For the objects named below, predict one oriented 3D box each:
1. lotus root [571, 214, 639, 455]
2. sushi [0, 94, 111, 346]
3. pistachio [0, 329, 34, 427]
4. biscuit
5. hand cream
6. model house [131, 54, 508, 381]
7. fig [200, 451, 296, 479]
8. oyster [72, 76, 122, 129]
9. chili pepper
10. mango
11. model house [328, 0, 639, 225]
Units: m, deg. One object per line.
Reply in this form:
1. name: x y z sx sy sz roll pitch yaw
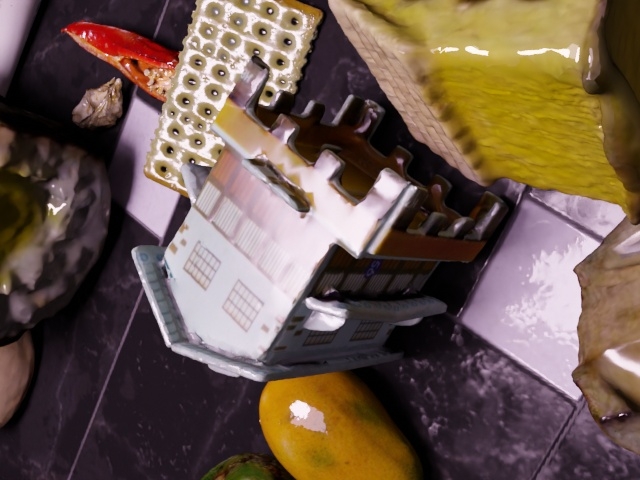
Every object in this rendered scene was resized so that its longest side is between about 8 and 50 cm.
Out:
1. lotus root: 0.323 0.030 0.538 0.314 0.142 0.210 -25 35 42
2. sushi: -0.426 -0.043 0.991 0.294 0.281 0.299 32 81 30
3. pistachio: -0.429 0.158 1.115 0.126 0.108 0.186 12 107 -5
4. biscuit: -0.095 -0.146 0.889 0.139 0.016 0.232 26 106 12
5. hand cream: -0.419 -0.285 1.126 0.133 0.083 0.248 52 128 27
6. model house: 0.000 0.000 0.722 0.198 0.224 0.215 43 111 26
7. fig: -0.046 0.335 0.805 0.235 0.203 0.203 46 120 -7
8. oyster: -0.258 -0.163 1.035 0.081 0.038 0.083 -57 34 11
9. chili pepper: -0.197 -0.199 0.971 0.268 0.050 0.059 30 149 32
10. mango: 0.014 0.180 0.789 0.111 0.089 0.163 -45 77 34
11. model house: 0.124 -0.130 0.614 0.234 0.193 0.175 6 68 34
